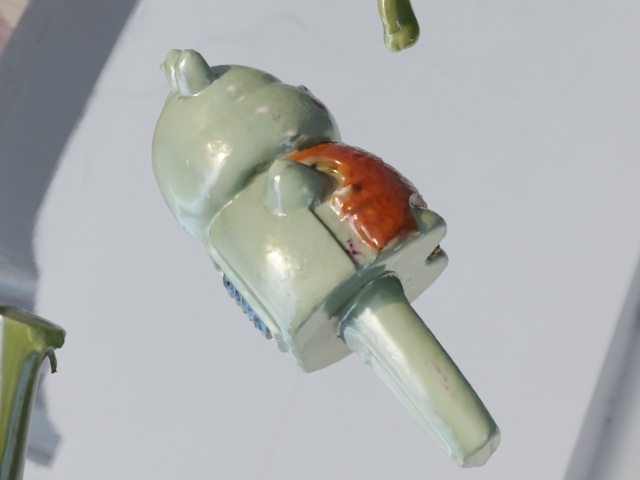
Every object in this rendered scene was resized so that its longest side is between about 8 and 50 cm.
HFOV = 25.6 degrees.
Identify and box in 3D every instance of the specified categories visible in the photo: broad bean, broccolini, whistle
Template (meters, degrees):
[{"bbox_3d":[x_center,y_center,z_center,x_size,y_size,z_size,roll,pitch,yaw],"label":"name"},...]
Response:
[{"bbox_3d":[0.091,-0.267,1.679,0.045,0.083,0.063,-9,-168,30],"label":"broad bean"},{"bbox_3d":[-0.166,0.232,0.725,0.074,0.392,0.079,8,-177,-2],"label":"broccolini"},{"bbox_3d":[-0.002,0.000,0.657,0.253,0.106,0.102,52,-160,23],"label":"whistle"}]

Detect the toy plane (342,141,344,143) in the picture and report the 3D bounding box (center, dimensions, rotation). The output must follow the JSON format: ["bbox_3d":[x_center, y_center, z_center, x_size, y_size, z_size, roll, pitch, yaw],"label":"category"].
[{"bbox_3d":[0.003,-0.009,0.807,0.111,0.102,0.040,27,164,5],"label":"toy plane"}]
